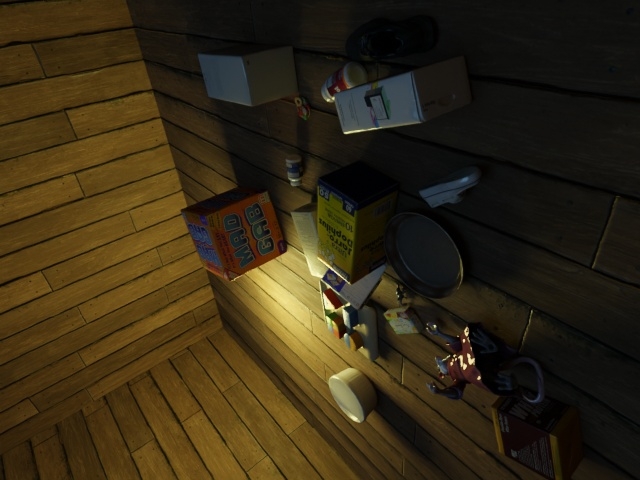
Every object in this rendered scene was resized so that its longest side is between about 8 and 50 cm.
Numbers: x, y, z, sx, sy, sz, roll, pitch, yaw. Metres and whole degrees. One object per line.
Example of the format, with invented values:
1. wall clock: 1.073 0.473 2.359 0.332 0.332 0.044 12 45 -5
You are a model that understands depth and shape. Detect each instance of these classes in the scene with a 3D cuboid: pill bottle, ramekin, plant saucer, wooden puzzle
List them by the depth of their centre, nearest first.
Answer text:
1. pill bottle: 0.069 -0.485 1.273 0.152 0.086 0.086 -5 110 59
2. plant saucer: 0.336 0.044 1.329 0.311 0.050 0.310 36 142 34
3. pill bottle: -0.107 -0.293 1.722 0.067 0.067 0.120 33 139 41
4. wooden puzzle: 0.116 0.372 1.915 0.348 0.081 0.321 28 136 44
5. ramekin: 0.175 0.787 2.120 0.273 0.127 0.272 36 141 36

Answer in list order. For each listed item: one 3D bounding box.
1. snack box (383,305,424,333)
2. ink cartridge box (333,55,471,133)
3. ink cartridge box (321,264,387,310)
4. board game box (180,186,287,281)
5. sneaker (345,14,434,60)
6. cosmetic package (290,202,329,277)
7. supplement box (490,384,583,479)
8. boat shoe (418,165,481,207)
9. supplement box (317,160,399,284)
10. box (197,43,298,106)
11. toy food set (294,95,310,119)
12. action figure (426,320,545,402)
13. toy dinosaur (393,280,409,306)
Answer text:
1. snack box: 0.319 0.309 1.584 0.100 0.037 0.141 55 151 -3
2. ink cartridge box: 0.204 -0.365 1.046 0.278 0.201 0.117 11 124 53
3. ink cartridge box: 0.136 0.133 1.630 0.206 0.045 0.208 38 99 28
4. board game box: -0.457 -0.052 2.174 0.356 0.356 0.356 13 125 52
5. sneaker: 0.150 -0.523 1.075 0.286 0.130 0.109 19 132 51
6. cosmetic package: 0.000 0.000 1.755 0.160 0.113 0.309 9 122 54
7. supplement box: 0.639 0.567 1.217 0.194 0.129 0.191 10 122 54
8. boat shoe: 0.365 -0.141 1.124 0.075 0.083 0.226 54 163 -9
9. supplement box: 0.120 -0.059 1.436 0.194 0.195 0.356 38 143 36
10. box: -0.277 -0.635 1.555 0.345 0.215 0.168 29 137 44
11. toy food set: -0.066 -0.496 1.538 0.083 0.020 0.083 37 142 36
12. action figure: 0.487 0.389 1.322 0.276 0.247 0.370 12 155 0
13. toy dinosaur: 0.307 0.208 1.547 0.082 0.047 0.090 81 179 -45
